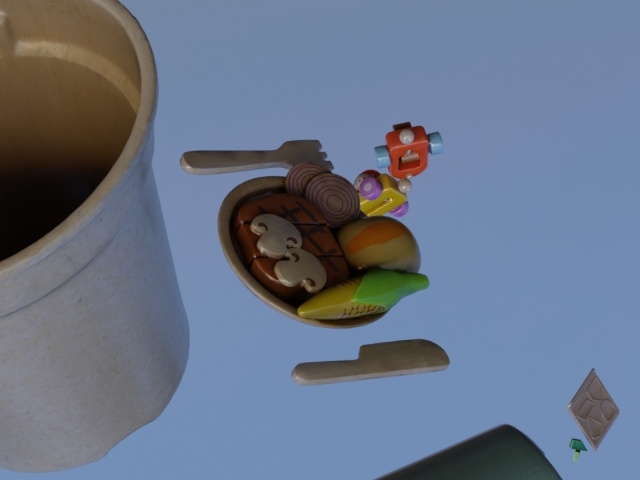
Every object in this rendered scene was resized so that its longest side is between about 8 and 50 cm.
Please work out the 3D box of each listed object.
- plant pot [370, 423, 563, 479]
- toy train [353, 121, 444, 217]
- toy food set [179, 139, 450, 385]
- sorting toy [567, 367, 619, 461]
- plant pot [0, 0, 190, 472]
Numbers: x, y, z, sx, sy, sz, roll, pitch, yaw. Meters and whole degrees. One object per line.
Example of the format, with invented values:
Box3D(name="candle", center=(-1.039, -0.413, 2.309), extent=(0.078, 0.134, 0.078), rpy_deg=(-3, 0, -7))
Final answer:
Box3D(name="plant pot", center=(0.106, 0.370, 1.865), extent=(0.334, 0.341, 0.341), rpy_deg=(-26, -164, -9))
Box3D(name="toy train", center=(0.021, -0.057, 1.579), extent=(0.166, 0.046, 0.125), rpy_deg=(-16, 150, -1))
Box3D(name="toy food set", center=(0.000, 0.000, 1.144), extent=(0.132, 0.038, 0.192), rpy_deg=(-6, -128, -36))
Box3D(name="sorting toy", center=(0.253, 0.170, 1.770), extent=(0.012, 0.062, 0.083), rpy_deg=(-8, -148, 44))
Box3D(name="plant pot", center=(-0.247, 0.011, 1.461), extent=(0.333, 0.305, 0.334), rpy_deg=(-8, -131, 9))
